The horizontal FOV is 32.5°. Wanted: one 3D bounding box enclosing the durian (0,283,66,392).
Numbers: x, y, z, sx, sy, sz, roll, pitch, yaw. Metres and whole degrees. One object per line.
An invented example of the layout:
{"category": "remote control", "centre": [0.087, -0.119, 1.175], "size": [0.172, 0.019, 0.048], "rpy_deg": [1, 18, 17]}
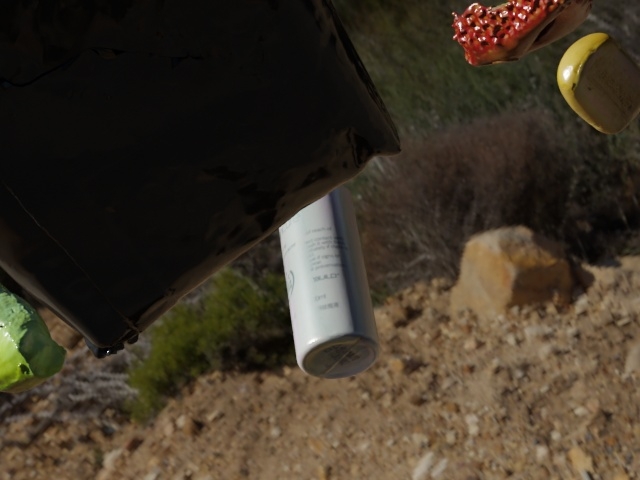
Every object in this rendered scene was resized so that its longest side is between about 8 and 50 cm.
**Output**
{"category": "durian", "centre": [-0.413, 0.116, 1.416], "size": [0.101, 0.139, 0.250], "rpy_deg": [-8, 24, -39]}

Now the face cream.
{"category": "face cream", "centre": [0.000, 0.000, 1.226], "size": [0.092, 0.092, 0.311], "rpy_deg": [-21, 53, 17]}

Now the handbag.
{"category": "handbag", "centre": [-0.089, -0.070, 0.556], "size": [0.223, 0.247, 0.080], "rpy_deg": [-38, 41, -6]}

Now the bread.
{"category": "bread", "centre": [0.293, -0.167, 1.159], "size": [0.082, 0.115, 0.056], "rpy_deg": [-57, 35, 5]}

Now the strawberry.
{"category": "strawberry", "centre": [0.145, -0.152, 0.745], "size": [0.104, 0.048, 0.152], "rpy_deg": [-23, 6, -6]}
